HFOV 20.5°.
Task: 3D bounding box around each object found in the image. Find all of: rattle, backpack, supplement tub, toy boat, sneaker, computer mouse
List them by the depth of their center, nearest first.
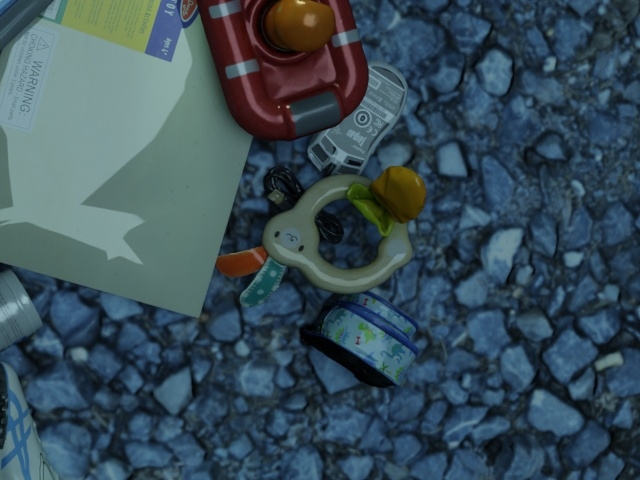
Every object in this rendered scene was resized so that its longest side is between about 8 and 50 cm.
[{"bbox_3d":[-0.029,-0.214,1.721,0.151,0.151,0.231,-20,99,-16],"label":"toy boat"},{"bbox_3d":[-0.335,0.082,1.737,0.107,0.071,0.071,-30,101,-13],"label":"supplement tub"},{"bbox_3d":[-0.297,0.234,1.761,0.086,0.085,0.237,-13,94,-43],"label":"sneaker"},{"bbox_3d":[0.000,0.000,1.770,0.199,0.143,0.130,-11,98,-11],"label":"rattle"},{"bbox_3d":[0.050,0.100,1.837,0.105,0.114,0.084,34,83,-16],"label":"backpack"},{"bbox_3d":[0.025,-0.101,1.858,0.106,0.042,0.193,34,89,-12],"label":"computer mouse"}]

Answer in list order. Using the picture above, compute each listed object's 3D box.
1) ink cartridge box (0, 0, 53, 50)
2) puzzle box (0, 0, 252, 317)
[{"bbox_3d":[-0.393,-0.365,1.628,0.395,0.151,0.270,45,80,0],"label":"ink cartridge box"},{"bbox_3d":[-0.193,-0.152,1.779,0.272,0.052,0.409,18,88,-17],"label":"puzzle box"}]
